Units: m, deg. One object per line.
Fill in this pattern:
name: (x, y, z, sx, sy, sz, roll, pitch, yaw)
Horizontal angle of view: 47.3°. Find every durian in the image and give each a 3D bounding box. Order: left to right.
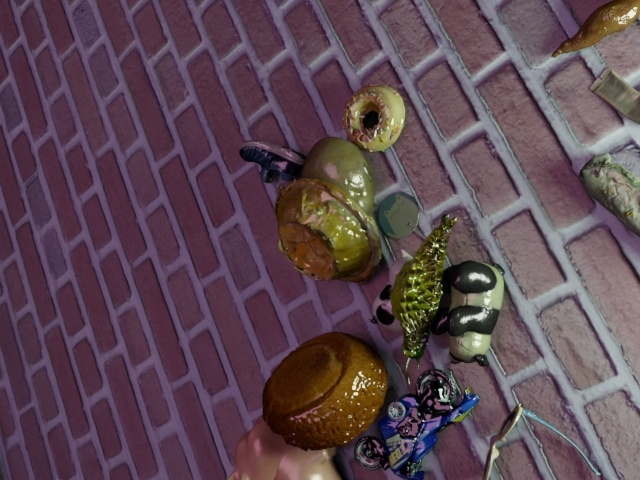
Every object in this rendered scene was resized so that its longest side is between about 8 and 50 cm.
durian: (0.208, 0.118, 1.572, 0.132, 0.106, 0.375, -138, 62, -75)

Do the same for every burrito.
burrito: (0.631, -0.056, 1.418, 0.309, 0.066, 0.096, 49, 118, 28)

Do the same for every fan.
fan: (0.209, -0.042, 1.750, 0.175, 0.005, 0.113, 44, 111, 29)

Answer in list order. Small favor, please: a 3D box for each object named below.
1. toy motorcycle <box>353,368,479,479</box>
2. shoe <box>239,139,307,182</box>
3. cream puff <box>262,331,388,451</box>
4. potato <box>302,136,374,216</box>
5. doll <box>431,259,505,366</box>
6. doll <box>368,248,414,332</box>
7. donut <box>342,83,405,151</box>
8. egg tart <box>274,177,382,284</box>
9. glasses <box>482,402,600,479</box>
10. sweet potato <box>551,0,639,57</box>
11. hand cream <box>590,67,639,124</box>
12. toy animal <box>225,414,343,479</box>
toy motorcycle: (0.218, 0.433, 1.653, 0.169, 0.113, 0.315, 45, 104, 17)
shoe: (-0.136, -0.206, 1.949, 0.207, 0.091, 0.106, 21, 93, 31)
cream puff: (0.022, 0.361, 1.703, 0.303, 0.303, 0.212, -21, 119, 32)
potato: (0.046, -0.138, 1.784, 0.235, 0.160, 0.178, 62, 160, 6)
doll: (0.319, 0.152, 1.576, 0.135, 0.143, 0.234, 13, 84, -6)
doll: (0.190, 0.123, 1.694, 0.110, 0.106, 0.181, 37, 102, 53)
donut: (0.126, -0.301, 1.788, 0.174, 0.068, 0.175, -2, 86, 34)
egg tart: (0.000, 0.000, 1.741, 0.314, 0.120, 0.315, 25, 141, 22)
glasses: (0.442, 0.468, 1.501, 0.220, 0.088, 0.190, 30, 104, 33)
sweet potato: (0.568, -0.440, 1.490, 0.226, 0.068, 0.068, -29, 71, 31)
hand cream: (0.617, -0.281, 1.470, 0.057, 0.037, 0.165, -51, 54, 22)
toy animal: (-0.068, 0.575, 1.793, 0.269, 0.237, 0.326, -31, 72, 16)
